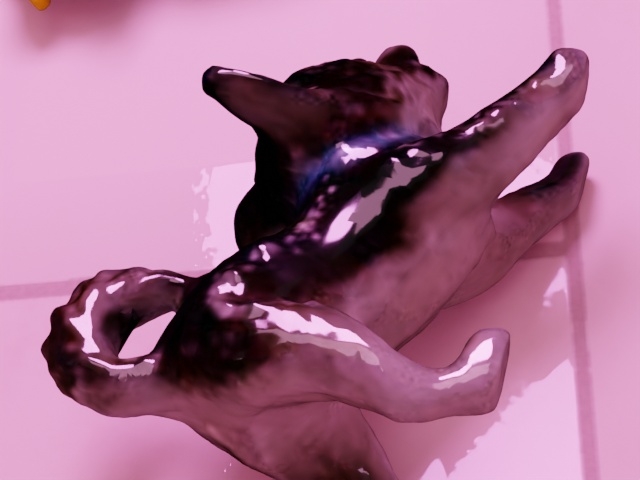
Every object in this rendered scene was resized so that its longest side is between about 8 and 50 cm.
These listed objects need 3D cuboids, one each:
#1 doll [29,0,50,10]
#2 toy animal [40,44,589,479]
[{"bbox_3d":[-0.105,-0.290,1.517,0.314,0.141,0.177,-33,28,4],"label":"doll"},{"bbox_3d":[0.000,0.000,1.286,0.303,0.194,0.344,12,56,11],"label":"toy animal"}]
